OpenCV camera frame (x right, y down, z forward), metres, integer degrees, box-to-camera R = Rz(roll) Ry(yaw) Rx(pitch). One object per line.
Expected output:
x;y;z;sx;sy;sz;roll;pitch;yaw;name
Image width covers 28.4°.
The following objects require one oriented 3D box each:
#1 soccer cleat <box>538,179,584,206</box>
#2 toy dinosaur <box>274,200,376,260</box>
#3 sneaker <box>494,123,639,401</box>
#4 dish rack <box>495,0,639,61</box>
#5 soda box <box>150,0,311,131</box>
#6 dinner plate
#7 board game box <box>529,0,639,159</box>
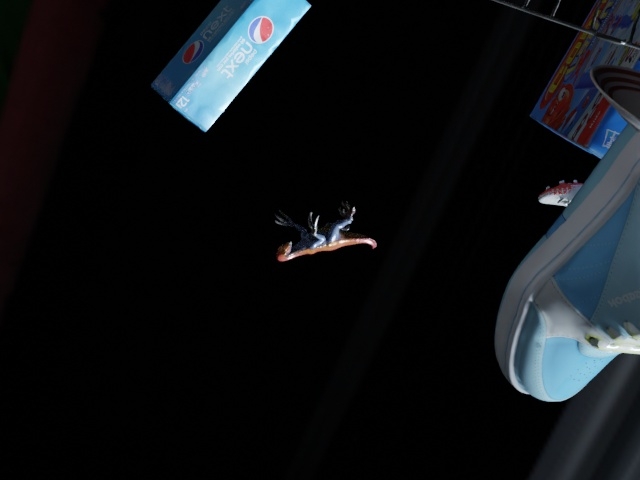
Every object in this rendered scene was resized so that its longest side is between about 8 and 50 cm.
0.254;-0.040;1.228;0.083;0.029;0.035;-6;-109;5;soccer cleat
0.000;0.000;1.148;0.082;0.090;0.047;-47;-172;-16;toy dinosaur
0.257;0.057;0.923;0.208;0.127;0.319;57;-42;35;sneaker
0.195;-0.262;0.968;0.271;0.074;0.208;21;-72;8;dish rack
-0.114;-0.245;1.591;0.210;0.071;0.067;-50;-141;3;soda box
0.232;-0.072;0.800;0.141;0.141;0.017;48;-57;40;dinner plate
0.339;-0.218;1.227;0.308;0.086;0.302;-61;-175;9;board game box
